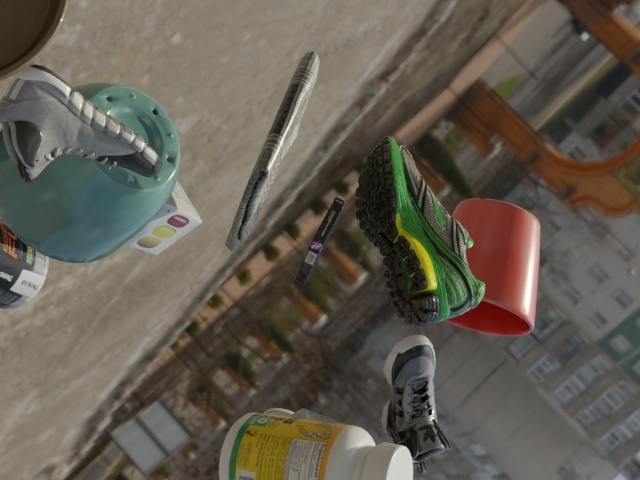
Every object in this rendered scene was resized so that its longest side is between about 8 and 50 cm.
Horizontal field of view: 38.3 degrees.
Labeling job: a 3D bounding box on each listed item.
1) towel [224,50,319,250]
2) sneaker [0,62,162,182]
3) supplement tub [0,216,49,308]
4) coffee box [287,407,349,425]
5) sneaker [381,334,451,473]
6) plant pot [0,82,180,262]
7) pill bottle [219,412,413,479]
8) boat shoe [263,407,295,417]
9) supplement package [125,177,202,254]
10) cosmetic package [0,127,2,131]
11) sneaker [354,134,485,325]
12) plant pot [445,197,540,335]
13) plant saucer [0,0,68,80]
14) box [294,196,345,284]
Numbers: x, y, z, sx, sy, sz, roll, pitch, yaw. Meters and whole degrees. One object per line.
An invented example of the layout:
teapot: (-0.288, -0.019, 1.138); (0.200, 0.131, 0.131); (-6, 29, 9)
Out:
towel: (-0.091, -0.167, 1.830); (0.324, 0.056, 0.312); (121, -9, -58)
sneaker: (-0.325, -0.116, 1.195); (0.086, 0.228, 0.132); (14, -109, 57)
supplement tub: (-0.732, 0.026, 1.935); (0.193, 0.193, 0.316); (-44, 159, 2)
coffee box: (0.001, 0.481, 1.681); (0.119, 0.297, 0.168); (-34, 135, 30)
sneaker: (0.185, 0.308, 1.698); (0.101, 0.153, 0.269); (-10, 130, -17)
plant pot: (-0.377, -0.132, 1.562); (0.235, 0.293, 0.293); (-24, -171, 46)
pill bottle: (-0.004, 0.271, 1.085); (0.208, 0.118, 0.117); (2, -163, 27)
boat shoe: (-0.029, 0.481, 2.087); (0.096, 0.267, 0.088); (-48, 176, -1)
supplement package: (-0.374, -0.075, 1.938); (0.139, 0.134, 0.244); (-35, 164, 7)
cosmetic package: (-0.645, -0.202, 1.591); (0.231, 0.117, 0.086); (78, 13, -67)
sneaker: (0.159, -0.020, 1.516); (0.146, 0.344, 0.134); (-3, 152, -28)
plant pot: (0.368, 0.055, 2.055); (0.275, 0.274, 0.243); (113, -6, -72)
plant saucer: (-0.441, -0.304, 1.091); (0.278, 0.278, 0.041); (-41, 180, -19)
box: (0.000, 0.000, 1.918); (0.116, 0.029, 0.162); (114, 2, -52)
